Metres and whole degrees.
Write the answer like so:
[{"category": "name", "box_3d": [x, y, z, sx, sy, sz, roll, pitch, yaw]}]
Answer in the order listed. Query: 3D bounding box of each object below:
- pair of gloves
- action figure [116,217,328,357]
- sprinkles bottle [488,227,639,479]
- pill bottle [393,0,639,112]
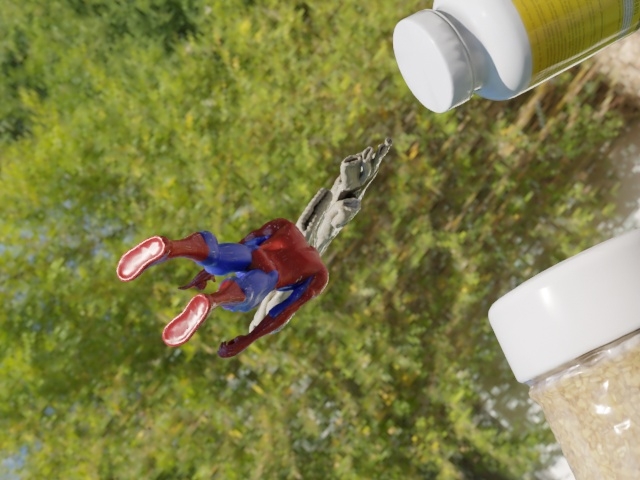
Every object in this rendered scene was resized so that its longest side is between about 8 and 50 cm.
[{"category": "pair of gloves", "box_3d": [0.000, 0.000, 1.193, 0.042, 0.204, 0.240, 30, -142, 5]}, {"category": "action figure", "box_3d": [-0.086, 0.046, 0.886, 0.091, 0.139, 0.280, 54, -157, 10]}, {"category": "sprinkles bottle", "box_3d": [0.221, 0.169, 0.580, 0.355, 0.121, 0.121, 65, -167, 11]}, {"category": "pill bottle", "box_3d": [0.151, -0.168, 0.799, 0.103, 0.184, 0.103, 53, 162, 26]}]
